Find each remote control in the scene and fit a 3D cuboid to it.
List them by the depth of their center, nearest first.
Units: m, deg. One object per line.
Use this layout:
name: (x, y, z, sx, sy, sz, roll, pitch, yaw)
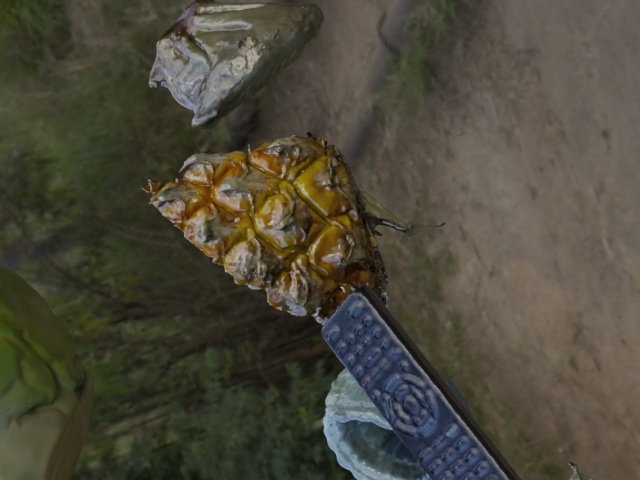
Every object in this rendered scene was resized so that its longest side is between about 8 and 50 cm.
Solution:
remote control: (0.087, 0.140, 0.752, 0.245, 0.025, 0.063, 52, 126, 16)

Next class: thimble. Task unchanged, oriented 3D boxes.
thimble: (0.122, 0.305, 1.700, 0.250, 0.172, 0.205, 36, 134, 5)

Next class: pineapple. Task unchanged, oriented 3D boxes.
pineapple: (0.003, -0.005, 1.081, 0.334, 0.158, 0.161, 33, -166, -35)

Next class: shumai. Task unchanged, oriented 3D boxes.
shumai: (-0.098, -0.213, 1.133, 0.120, 0.201, 0.201, 49, 162, -5)

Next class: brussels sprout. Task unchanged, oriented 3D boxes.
brussels sprout: (-0.409, 0.172, 1.124, 0.268, 0.344, 0.344, 70, 175, -71)

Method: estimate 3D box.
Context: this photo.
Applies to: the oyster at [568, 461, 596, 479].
oyster: (0.163, 0.264, 0.852, 0.072, 0.209, 0.133, 46, 131, 41)
